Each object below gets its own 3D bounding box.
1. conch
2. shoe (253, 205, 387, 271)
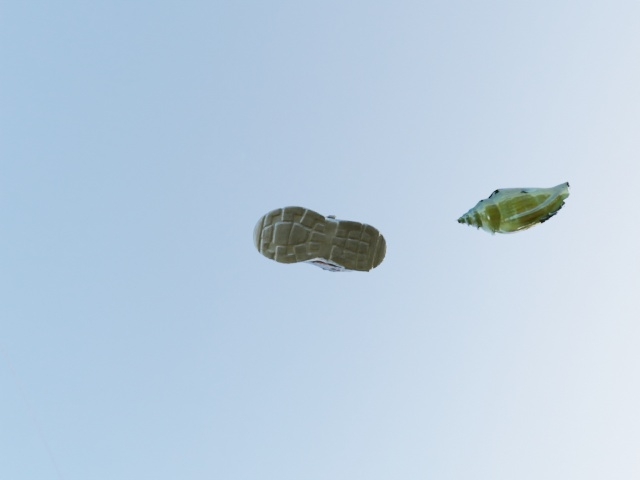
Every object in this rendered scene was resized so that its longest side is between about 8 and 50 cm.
[{"bbox_3d":[0.348,-0.053,1.075,0.201,0.094,0.079,-13,-48,26],"label":"conch"},{"bbox_3d":[0.000,0.001,1.039,0.228,0.125,0.099,11,-91,3],"label":"shoe"}]
